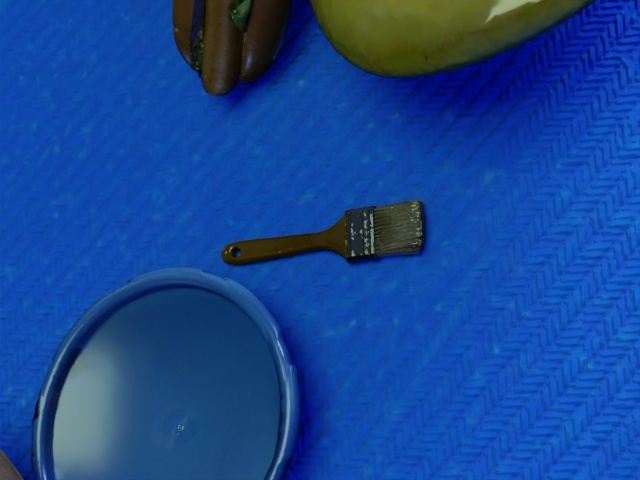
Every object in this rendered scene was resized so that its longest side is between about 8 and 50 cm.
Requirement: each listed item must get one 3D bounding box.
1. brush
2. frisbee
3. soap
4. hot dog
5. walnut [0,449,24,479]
[{"bbox_3d":[0.000,0.000,1.083,0.170,0.014,0.043,-8,69,21],"label":"brush"},{"bbox_3d":[-0.115,0.140,1.068,0.242,0.045,0.242,-9,71,27],"label":"frisbee"},{"bbox_3d":[0.120,-0.291,1.052,0.306,0.115,0.427,-20,47,20],"label":"soap"},{"bbox_3d":[-0.066,-0.228,1.078,0.100,0.249,0.068,12,35,9],"label":"hot dog"},{"bbox_3d":[-0.294,0.244,1.021,0.225,0.225,0.261,-46,54,4],"label":"walnut"}]
